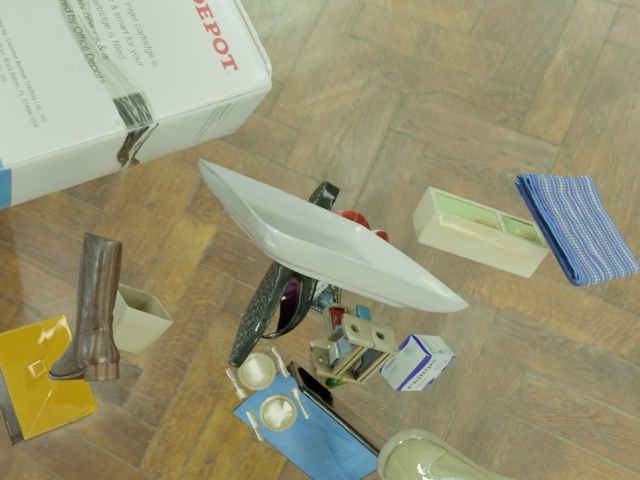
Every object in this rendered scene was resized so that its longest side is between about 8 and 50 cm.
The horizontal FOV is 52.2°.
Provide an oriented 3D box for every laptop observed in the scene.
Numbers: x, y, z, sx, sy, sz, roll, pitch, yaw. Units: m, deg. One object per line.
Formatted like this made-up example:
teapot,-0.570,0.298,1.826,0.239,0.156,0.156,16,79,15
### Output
laptop,0.000,0.516,1.620,0.382,0.408,0.236,42,86,-7

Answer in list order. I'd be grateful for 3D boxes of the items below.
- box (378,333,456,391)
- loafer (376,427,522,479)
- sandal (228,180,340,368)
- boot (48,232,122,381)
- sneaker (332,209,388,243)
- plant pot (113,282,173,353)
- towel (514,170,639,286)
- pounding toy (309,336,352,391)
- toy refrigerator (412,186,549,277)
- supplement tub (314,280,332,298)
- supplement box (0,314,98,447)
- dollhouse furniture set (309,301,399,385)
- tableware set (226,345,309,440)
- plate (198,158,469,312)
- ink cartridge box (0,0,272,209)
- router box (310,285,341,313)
box,0.232,0.292,1.553,0.126,0.137,0.072,-54,53,20
loafer,0.178,0.295,0.676,0.269,0.092,0.102,29,101,-10
sandal,-0.050,0.076,1.364,0.107,0.167,0.445,32,71,-9
boot,-0.188,0.054,0.524,0.106,0.037,0.114,-12,79,44
sneaker,0.033,-0.007,1.249,0.128,0.221,0.087,9,78,30
plant pot,-0.376,0.159,1.289,0.109,0.109,0.096,37,96,48
towel,0.529,-0.032,1.312,0.040,0.336,0.243,-38,68,39
pounding toy,0.069,0.299,1.774,0.181,0.206,0.094,-12,37,-18
toy refrigerator,0.341,-0.020,1.395,0.270,0.094,0.102,18,33,-12
supplement tub,0.009,0.055,1.604,0.190,0.117,0.117,-35,70,-14
supplement box,-0.534,0.268,1.234,0.129,0.194,0.191,-17,80,-36
dollhouse furniture set,0.058,0.183,1.371,0.129,0.129,0.183,-51,33,33
tableware set,-0.120,0.342,1.489,0.128,0.039,0.194,-25,96,-3
plate,0.000,0.000,0.785,0.045,0.277,0.278,-64,31,10
ink cartridge box,-0.296,-0.217,0.730,0.395,0.166,0.285,-24,88,-28
router box,0.001,0.150,1.805,0.122,0.038,0.092,20,117,37
